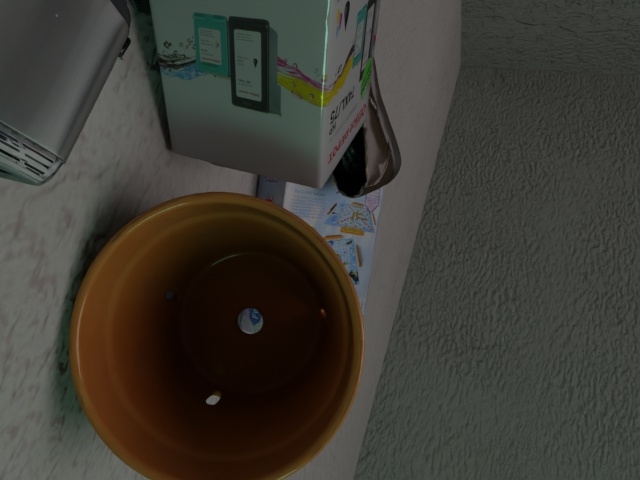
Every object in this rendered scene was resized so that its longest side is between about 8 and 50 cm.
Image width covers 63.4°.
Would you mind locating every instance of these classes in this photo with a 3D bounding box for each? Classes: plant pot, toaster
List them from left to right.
[{"bbox_3d":[-0.222,-0.131,0.317,0.227,0.129,0.147,47,60,-69],"label":"toaster"},{"bbox_3d":[-0.097,0.101,0.596,0.203,0.290,0.291,35,66,-87],"label":"plant pot"}]

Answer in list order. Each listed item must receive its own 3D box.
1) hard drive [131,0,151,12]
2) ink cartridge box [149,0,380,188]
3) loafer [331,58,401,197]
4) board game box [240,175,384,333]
[{"bbox_3d":[-0.176,-0.311,0.506,0.135,0.022,0.094,77,30,-49],"label":"hard drive"},{"bbox_3d":[-0.051,-0.236,0.584,0.198,0.197,0.270,-61,161,-47],"label":"ink cartridge box"},{"bbox_3d":[0.023,-0.222,0.811,0.366,0.133,0.130,59,41,-24],"label":"loafer"},{"bbox_3d":[0.000,0.000,0.969,0.318,0.065,0.318,2,98,-54],"label":"board game box"}]
